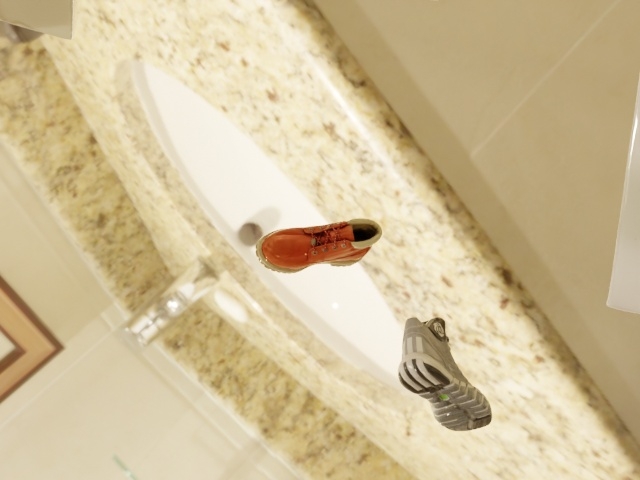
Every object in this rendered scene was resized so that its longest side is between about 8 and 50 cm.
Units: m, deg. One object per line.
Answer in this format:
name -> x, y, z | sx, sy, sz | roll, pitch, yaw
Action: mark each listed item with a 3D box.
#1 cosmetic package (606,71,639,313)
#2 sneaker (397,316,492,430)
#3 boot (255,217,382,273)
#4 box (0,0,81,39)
cosmetic package -> 0.440, -0.109, 0.739 | 0.156, 0.217, 0.385 | 14, 131, 28
sneaker -> 0.187, 0.185, 0.969 | 0.086, 0.132, 0.229 | -20, 135, 23
boot -> 0.000, 0.000, 0.811 | 0.084, 0.158, 0.059 | -36, 63, 57
box -> -0.227, -0.263, 0.505 | 0.094, 0.113, 0.275 | 11, 171, -21
